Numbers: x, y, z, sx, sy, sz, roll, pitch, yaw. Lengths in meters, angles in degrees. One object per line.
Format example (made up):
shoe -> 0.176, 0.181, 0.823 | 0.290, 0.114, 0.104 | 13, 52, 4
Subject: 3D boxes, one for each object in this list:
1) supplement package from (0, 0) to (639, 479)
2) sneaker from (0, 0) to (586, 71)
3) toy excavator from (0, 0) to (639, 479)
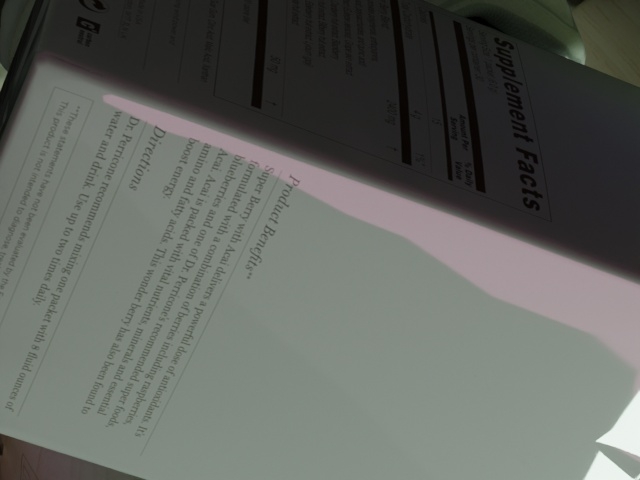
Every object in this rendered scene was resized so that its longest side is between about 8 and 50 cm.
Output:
supplement package -> 0.000, 0.000, 0.772 | 0.293, 0.175, 0.177 | 20, 121, -13
sneaker -> -0.006, -0.103, 0.866 | 0.292, 0.118, 0.110 | -8, 143, -18
toy excavator -> 0.020, 0.065, 1.052 | 0.445, 0.222, 0.433 | -22, 146, -26
